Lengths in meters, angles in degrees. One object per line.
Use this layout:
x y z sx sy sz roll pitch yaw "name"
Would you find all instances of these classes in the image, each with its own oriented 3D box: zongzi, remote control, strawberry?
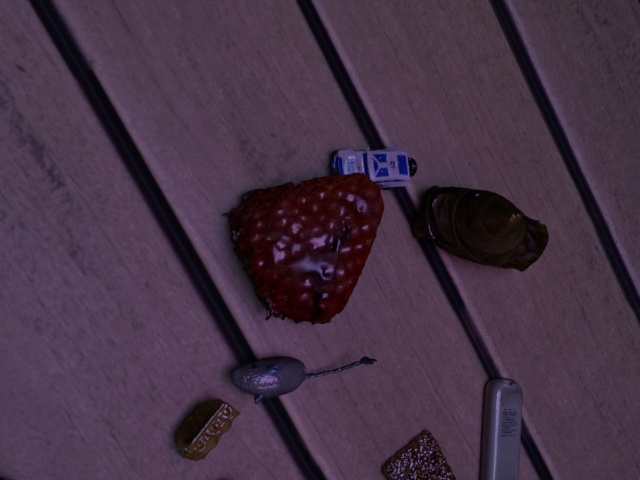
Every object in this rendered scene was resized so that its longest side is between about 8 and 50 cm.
0.360 -0.016 1.159 0.286 0.288 0.134 15 85 -23 "zongzi"
0.371 0.440 1.263 0.090 0.038 0.309 7 83 -25 "remote control"
-0.002 0.018 1.048 0.280 0.150 0.253 -14 95 -12 "strawberry"

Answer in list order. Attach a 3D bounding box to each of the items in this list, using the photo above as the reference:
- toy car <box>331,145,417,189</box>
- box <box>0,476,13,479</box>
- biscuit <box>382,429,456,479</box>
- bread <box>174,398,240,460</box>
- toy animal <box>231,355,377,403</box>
0.104 -0.136 1.173 0.171 0.070 0.080 -5 88 -24 "toy car"
-0.484 0.373 0.863 0.122 0.069 0.084 27 74 -20 "box"
0.215 0.496 1.195 0.131 0.025 0.230 -32 99 -23 "biscuit"
-0.190 0.306 1.009 0.066 0.060 0.110 41 73 -2 "bread"
-0.032 0.232 1.075 0.253 0.079 0.070 -1 107 -23 "toy animal"
